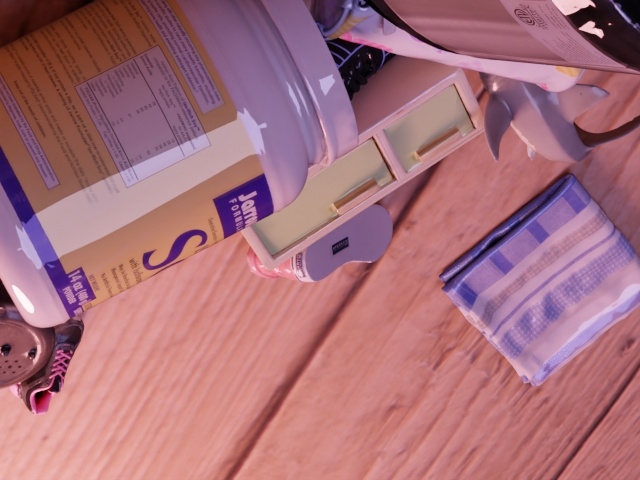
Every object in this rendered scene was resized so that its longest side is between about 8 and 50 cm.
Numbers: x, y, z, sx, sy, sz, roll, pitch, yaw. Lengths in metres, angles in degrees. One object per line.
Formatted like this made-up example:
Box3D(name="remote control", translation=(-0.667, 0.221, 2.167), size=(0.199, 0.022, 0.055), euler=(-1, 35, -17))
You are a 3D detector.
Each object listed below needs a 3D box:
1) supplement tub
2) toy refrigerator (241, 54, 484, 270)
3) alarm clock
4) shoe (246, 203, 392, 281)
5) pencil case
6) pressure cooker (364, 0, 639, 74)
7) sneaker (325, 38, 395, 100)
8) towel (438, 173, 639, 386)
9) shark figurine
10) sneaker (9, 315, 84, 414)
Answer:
Box3D(name="supplement tub", translation=(-0.159, -0.096, 1.697), size=(0.331, 0.241, 0.241), euler=(-27, 140, -8))
Box3D(name="toy refrigerator", translation=(0.027, -0.091, 1.942), size=(0.269, 0.094, 0.102), euler=(-33, 140, -2))
Box3D(name="alarm clock", translation=(-0.330, 0.106, 1.909), size=(0.129, 0.064, 0.192), euler=(-1, 139, -19))
Box3D(name="shoe", translation=(0.000, 0.000, 2.046), size=(0.178, 0.081, 0.063), euler=(-25, 113, -52))
Box3D(name="pencil case", translation=(0.126, -0.218, 1.817), size=(0.273, 0.124, 0.113), euler=(11, 92, -23))
Box3D(name="pressure cooker", translation=(0.192, -0.324, 1.589), size=(0.376, 0.420, 0.369), euler=(-24, 109, -27))
Box3D(name="sneaker", translation=(0.005, -0.150, 1.872), size=(0.232, 0.090, 0.081), euler=(-32, 140, -2))
Box3D(name="towel", translation=(0.275, 0.054, 2.303), size=(0.209, 0.034, 0.285), euler=(-39, 140, 5))
Box3D(name="shark figurine", translation=(0.254, -0.133, 1.982), size=(0.116, 0.166, 0.278), euler=(-19, 145, 30))
Box3D(name="sneaker", translation=(-0.273, 0.130, 1.987), size=(0.047, 0.057, 0.119), euler=(13, 120, -39))
